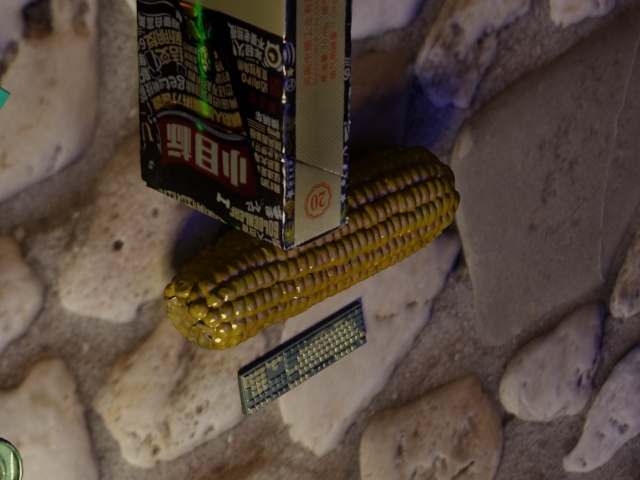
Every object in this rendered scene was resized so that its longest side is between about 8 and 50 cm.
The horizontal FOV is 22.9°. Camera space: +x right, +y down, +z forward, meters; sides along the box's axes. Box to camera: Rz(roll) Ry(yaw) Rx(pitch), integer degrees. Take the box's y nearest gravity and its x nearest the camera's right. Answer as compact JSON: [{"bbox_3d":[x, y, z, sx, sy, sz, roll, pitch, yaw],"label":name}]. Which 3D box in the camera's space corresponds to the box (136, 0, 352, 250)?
[{"bbox_3d":[-0.068,-0.168,1.359,0.084,0.198,0.310,-23,125,-39],"label":"box"}]

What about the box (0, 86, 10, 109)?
[{"bbox_3d":[-0.363,-0.102,1.210,0.226,0.042,0.161,38,81,-49],"label":"box"}]

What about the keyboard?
[{"bbox_3d":[-0.018,0.127,1.709,0.176,0.014,0.055,-29,126,-33],"label":"keyboard"}]

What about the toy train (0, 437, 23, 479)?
[{"bbox_3d":[-0.374,0.245,1.315,0.222,0.150,0.304,-15,123,-33],"label":"toy train"}]

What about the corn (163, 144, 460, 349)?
[{"bbox_3d":[0.000,0.000,1.579,0.363,0.120,0.120,-28,129,-35],"label":"corn"}]
